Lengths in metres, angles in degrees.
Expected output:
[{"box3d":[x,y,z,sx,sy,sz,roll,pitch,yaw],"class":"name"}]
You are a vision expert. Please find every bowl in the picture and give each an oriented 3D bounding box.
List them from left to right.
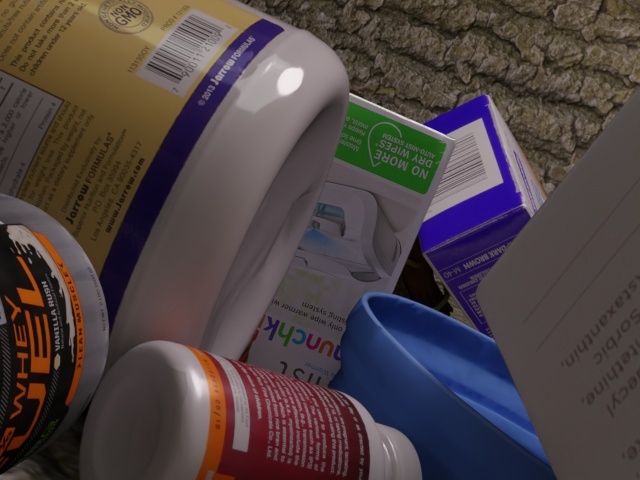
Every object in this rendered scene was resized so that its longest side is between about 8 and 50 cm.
[{"box3d":[0.173,0.166,0.727,0.391,0.077,0.391,31,7,-4],"class":"bowl"}]

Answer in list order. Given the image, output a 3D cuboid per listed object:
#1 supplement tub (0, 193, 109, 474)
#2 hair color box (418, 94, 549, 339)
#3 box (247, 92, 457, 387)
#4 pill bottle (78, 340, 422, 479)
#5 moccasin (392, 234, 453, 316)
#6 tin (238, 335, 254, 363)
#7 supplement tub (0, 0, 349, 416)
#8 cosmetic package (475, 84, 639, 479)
[{"box3d":[-0.153,0.039,0.394,0.117,0.117,0.190,26,5,5],"class":"supplement tub"},{"box3d":[0.207,0.045,1.127,0.339,0.110,0.185,54,18,-35],"class":"hair color box"},{"box3d":[0.000,0.000,0.945,0.126,0.231,0.262,23,5,-4],"class":"box"},{"box3d":[-0.027,0.103,0.532,0.152,0.086,0.086,21,6,-38],"class":"pill bottle"},{"box3d":[0.060,0.006,1.150,0.380,0.147,0.139,54,2,-4],"class":"moccasin"},{"box3d":[-0.132,0.035,0.771,0.189,0.040,0.106,27,39,8],"class":"tin"},{"box3d":[-0.176,-0.061,0.641,0.331,0.241,0.241,26,4,7],"class":"supplement tub"},{"box3d":[0.325,0.076,0.458,0.329,0.327,0.394,23,28,-26],"class":"cosmetic package"}]
